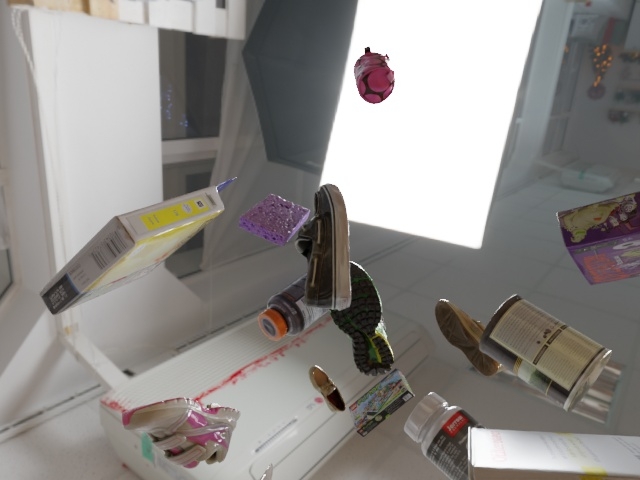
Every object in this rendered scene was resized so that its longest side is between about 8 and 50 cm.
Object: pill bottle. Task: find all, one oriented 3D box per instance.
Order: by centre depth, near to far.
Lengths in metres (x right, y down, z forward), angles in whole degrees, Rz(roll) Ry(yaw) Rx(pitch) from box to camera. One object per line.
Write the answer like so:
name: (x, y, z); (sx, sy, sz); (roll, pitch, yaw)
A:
pill bottle: (0.369, 0.540, 1.282); (0.161, 0.161, 0.283); (-14, -141, -44)
pill bottle: (-0.061, 0.183, 1.400); (0.130, 0.130, 0.246); (19, -142, 38)

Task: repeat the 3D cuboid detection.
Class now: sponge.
sponge: (-0.108, -0.055, 1.210); (0.117, 0.031, 0.210); (24, -156, 5)

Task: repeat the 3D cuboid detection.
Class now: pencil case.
pencil case: (0.128, -0.393, 1.168); (0.098, 0.095, 0.209); (-20, -150, 12)

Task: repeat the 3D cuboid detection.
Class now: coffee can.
coffee can: (0.620, 0.308, 1.376); (0.202, 0.201, 0.275); (-13, -144, -41)

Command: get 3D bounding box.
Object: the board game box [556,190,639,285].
board game box: (0.432, -0.003, 0.616); (0.208, 0.056, 0.347); (-12, 163, 31)

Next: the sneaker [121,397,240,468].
sneaker: (-0.254, 0.363, 0.920); (0.103, 0.111, 0.252); (-24, 144, 34)

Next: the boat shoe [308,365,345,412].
boat shoe: (0.021, 0.370, 1.226); (0.050, 0.135, 0.045); (-39, -171, -31)

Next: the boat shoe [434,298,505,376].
boat shoe: (0.555, 0.352, 1.825); (0.110, 0.121, 0.341); (-7, -135, -31)

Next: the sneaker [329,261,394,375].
sneaker: (0.103, 0.202, 1.338); (0.134, 0.343, 0.146); (-14, -152, 5)

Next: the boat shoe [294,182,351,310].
boat shoe: (0.000, 0.000, 1.127); (0.119, 0.121, 0.335); (1, -126, -7)

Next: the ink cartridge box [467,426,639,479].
ink cartridge box: (0.444, 0.421, 0.802); (0.385, 0.160, 0.279); (-3, 171, 17)

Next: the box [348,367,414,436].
box: (0.186, 0.502, 1.532); (0.036, 0.207, 0.114); (45, -172, -22)

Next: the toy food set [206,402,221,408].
toy food set: (-0.317, 0.536, 1.514); (0.083, 0.020, 0.082); (43, -173, -26)

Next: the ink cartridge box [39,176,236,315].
ink cartridge box: (-0.328, 0.008, 0.947); (0.304, 0.072, 0.307); (-34, 177, 33)

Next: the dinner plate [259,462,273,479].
dinner plate: (-0.090, 0.327, 0.569); (0.017, 0.141, 0.141); (31, -155, 11)
